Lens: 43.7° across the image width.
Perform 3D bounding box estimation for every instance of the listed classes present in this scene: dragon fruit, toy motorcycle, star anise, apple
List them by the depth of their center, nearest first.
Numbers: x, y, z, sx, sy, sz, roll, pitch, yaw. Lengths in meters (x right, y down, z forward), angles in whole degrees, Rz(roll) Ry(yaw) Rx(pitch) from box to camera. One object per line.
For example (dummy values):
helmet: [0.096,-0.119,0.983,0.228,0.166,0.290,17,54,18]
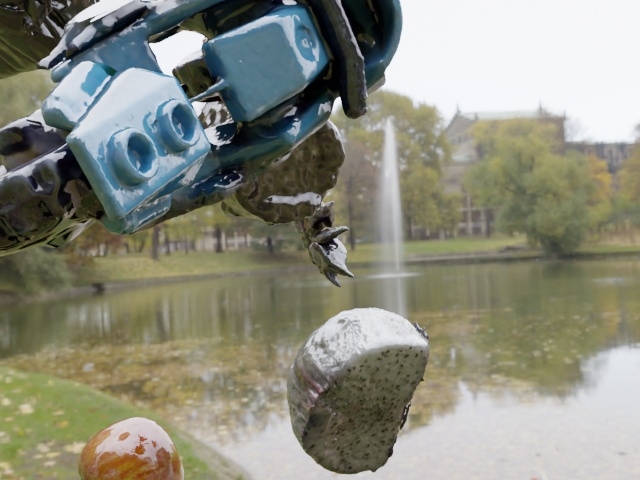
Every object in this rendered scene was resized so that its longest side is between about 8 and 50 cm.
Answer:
toy motorcycle: [-0.079,-0.118,0.579,0.232,0.172,0.416,-15,19,29]
dragon fruit: [0.036,0.240,1.407,0.204,0.282,0.221,11,23,-25]
star anise: [0.000,0.000,1.427,0.061,0.204,0.180,-18,-20,-14]
apple: [-0.360,0.433,1.507,0.174,0.188,0.188,-23,8,-26]

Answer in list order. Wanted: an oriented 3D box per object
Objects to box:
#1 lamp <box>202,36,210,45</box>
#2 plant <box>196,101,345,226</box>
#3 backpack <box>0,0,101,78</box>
lamp: [-0.111,-0.379,1.423,0.223,0.151,0.215,1,14,-1]
plant: [-0.097,-0.135,1.113,0.188,0.199,0.276,39,-3,-27]
backpack: [-0.645,-0.506,1.477,0.363,0.445,0.254,-6,42,46]
